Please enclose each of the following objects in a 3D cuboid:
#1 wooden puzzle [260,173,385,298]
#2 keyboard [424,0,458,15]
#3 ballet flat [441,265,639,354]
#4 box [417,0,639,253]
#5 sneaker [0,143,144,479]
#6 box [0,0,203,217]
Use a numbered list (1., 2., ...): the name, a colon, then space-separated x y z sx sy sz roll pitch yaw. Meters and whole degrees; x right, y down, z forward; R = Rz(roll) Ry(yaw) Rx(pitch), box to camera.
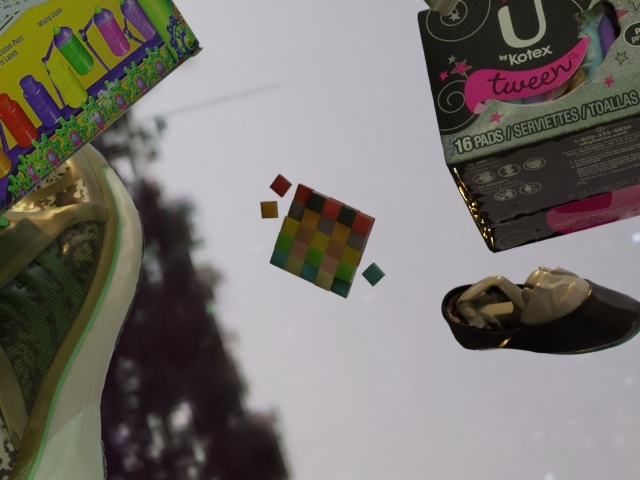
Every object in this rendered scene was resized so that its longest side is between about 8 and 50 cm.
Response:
1. wooden puzzle: 0.000 0.000 1.056 0.083 0.006 0.049 25 -72 18
2. keyboard: 0.019 -0.262 1.260 0.256 0.014 0.072 51 -47 15
3. ballet flat: 0.175 0.057 1.584 0.203 0.074 0.074 -6 -79 51
4. box: 0.216 -0.113 1.425 0.163 0.247 0.142 56 21 -59
5. sneaker: -0.222 0.044 1.146 0.182 0.158 0.410 38 30 -31
6. box: -0.258 -0.133 1.008 0.177 0.290 0.279 -23 -75 35
